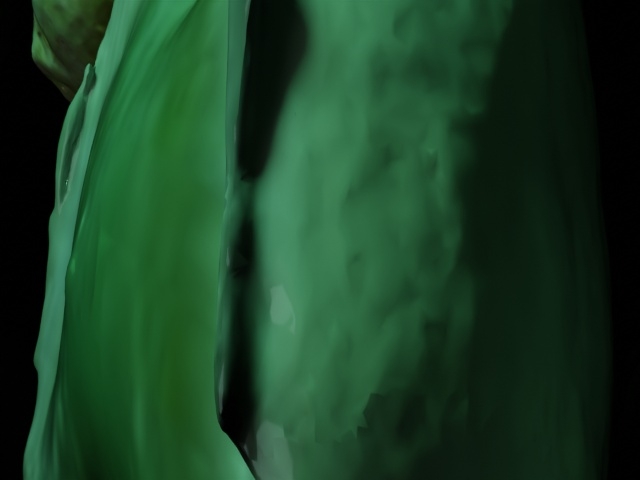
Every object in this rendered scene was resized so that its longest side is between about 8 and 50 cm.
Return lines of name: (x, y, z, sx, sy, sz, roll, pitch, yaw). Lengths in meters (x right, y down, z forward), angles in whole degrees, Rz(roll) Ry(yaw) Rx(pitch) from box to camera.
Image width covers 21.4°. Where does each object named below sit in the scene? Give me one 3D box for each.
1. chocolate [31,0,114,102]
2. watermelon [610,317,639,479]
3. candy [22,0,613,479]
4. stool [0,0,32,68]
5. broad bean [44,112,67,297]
chocolate: (-0.090, -0.187, 0.970, 0.134, 0.134, 0.309, 67, 149, 27)
watermelon: (0.152, 0.069, 0.572, 0.105, 0.105, 0.133, 40, 160, 55)
candy: (0.000, 0.000, 0.614, 0.386, 0.186, 0.427, 170, 101, -75)
stool: (-0.315, -0.232, 1.390, 0.264, 0.179, 0.179, 140, 116, -64)
broad bean: (-0.181, -0.019, 1.313, 0.075, 0.067, 0.325, 51, 146, 33)
